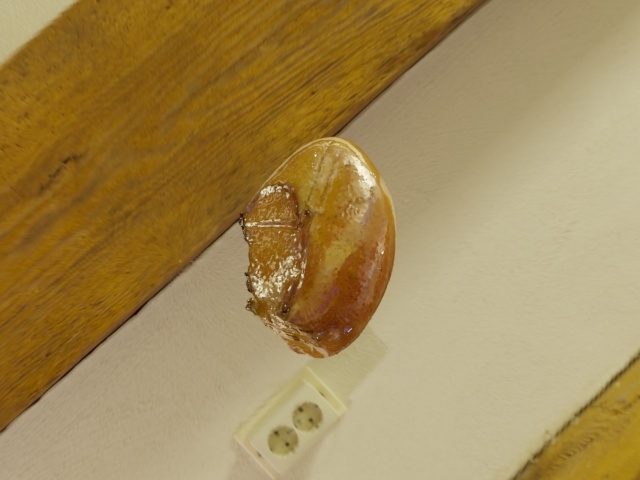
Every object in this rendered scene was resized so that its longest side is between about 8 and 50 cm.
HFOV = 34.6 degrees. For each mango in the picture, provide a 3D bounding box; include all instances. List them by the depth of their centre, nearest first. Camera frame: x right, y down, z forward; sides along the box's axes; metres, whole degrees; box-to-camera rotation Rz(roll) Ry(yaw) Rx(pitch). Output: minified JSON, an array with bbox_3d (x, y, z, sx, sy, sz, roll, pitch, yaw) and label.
[{"bbox_3d":[0.000,0.000,1.053,0.154,0.126,0.252,-4,-124,22],"label":"mango"}]
